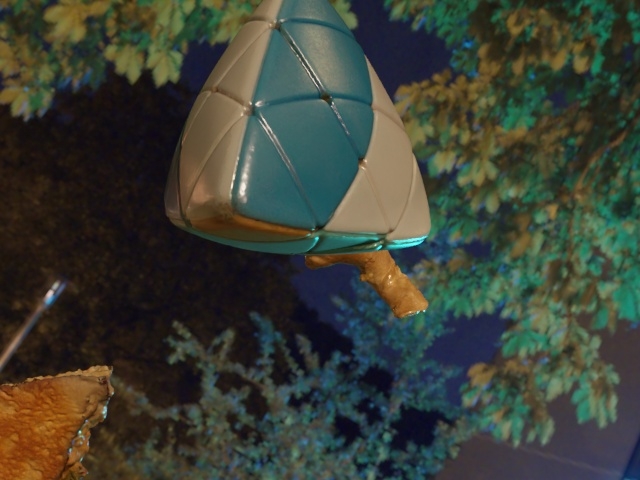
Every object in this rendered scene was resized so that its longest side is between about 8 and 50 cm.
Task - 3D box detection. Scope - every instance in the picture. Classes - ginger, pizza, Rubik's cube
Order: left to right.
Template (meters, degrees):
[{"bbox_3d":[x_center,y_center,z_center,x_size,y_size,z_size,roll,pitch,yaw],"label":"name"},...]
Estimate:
[{"bbox_3d":[-0.259,0.163,0.863,0.195,0.052,0.185,-33,-74,21],"label":"pizza"},{"bbox_3d":[-0.012,-0.040,0.757,0.254,0.254,0.254,27,-21,11],"label":"Rubik's cube"},{"bbox_3d":[0.000,0.000,1.054,0.288,0.089,0.075,36,14,-16],"label":"ginger"}]
